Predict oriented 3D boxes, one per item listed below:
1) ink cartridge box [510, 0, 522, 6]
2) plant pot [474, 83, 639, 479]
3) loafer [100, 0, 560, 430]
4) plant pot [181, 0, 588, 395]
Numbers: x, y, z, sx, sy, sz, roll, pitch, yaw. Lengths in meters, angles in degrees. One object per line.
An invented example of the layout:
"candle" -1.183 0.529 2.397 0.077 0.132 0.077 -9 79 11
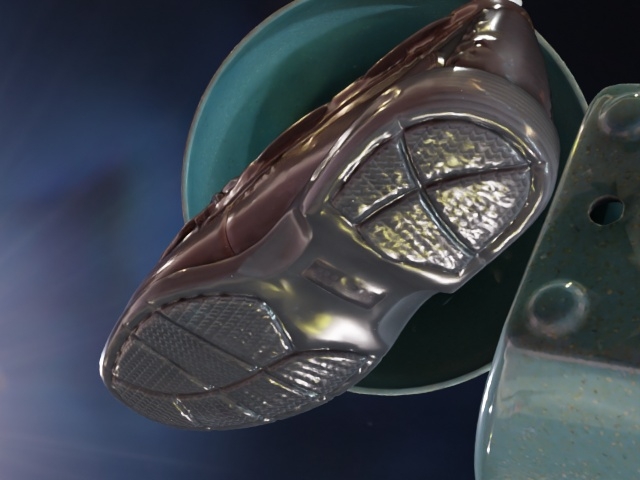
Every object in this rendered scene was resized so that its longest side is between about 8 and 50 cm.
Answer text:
"ink cartridge box" 0.082 -0.205 0.994 0.092 0.090 0.143 -40 -161 -15
"plant pot" 0.211 0.058 0.561 0.247 0.252 0.247 8 -120 34
"loafer" 0.000 0.000 0.555 0.302 0.109 0.095 -38 -154 43
"plant pot" 0.058 -0.033 0.897 0.290 0.195 0.290 0 -94 7
